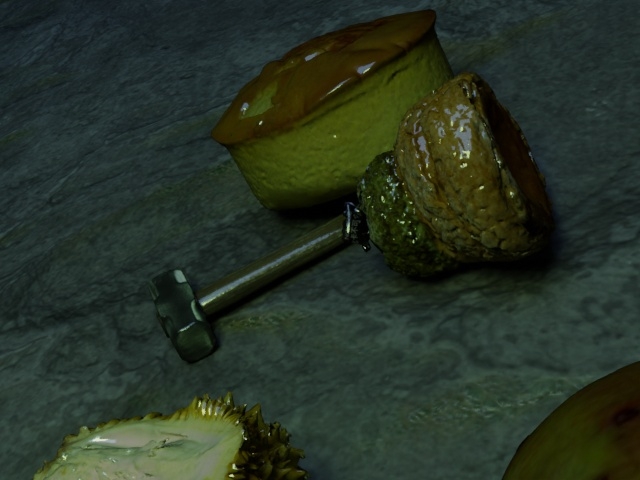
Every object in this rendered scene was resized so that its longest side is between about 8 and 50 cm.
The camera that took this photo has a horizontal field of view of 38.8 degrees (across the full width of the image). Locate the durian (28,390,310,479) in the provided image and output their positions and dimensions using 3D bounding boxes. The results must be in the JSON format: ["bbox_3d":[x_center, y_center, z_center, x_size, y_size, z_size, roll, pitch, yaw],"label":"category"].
[{"bbox_3d":[-0.116,0.209,0.649,0.250,0.138,0.183,-15,66,28],"label":"durian"}]

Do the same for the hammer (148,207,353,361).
[{"bbox_3d":[0.000,0.000,0.934,0.365,0.043,0.111,-28,34,-9],"label":"hammer"}]

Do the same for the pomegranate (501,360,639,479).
[{"bbox_3d":[0.200,0.219,0.393,0.291,0.323,0.291,6,16,-2],"label":"pomegranate"}]

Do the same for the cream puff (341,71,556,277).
[{"bbox_3d":[0.103,-0.042,0.823,0.169,0.183,0.183,-26,32,24],"label":"cream puff"}]

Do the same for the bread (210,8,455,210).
[{"bbox_3d":[0.018,-0.147,0.977,0.270,0.148,0.270,-26,19,10],"label":"bread"}]
